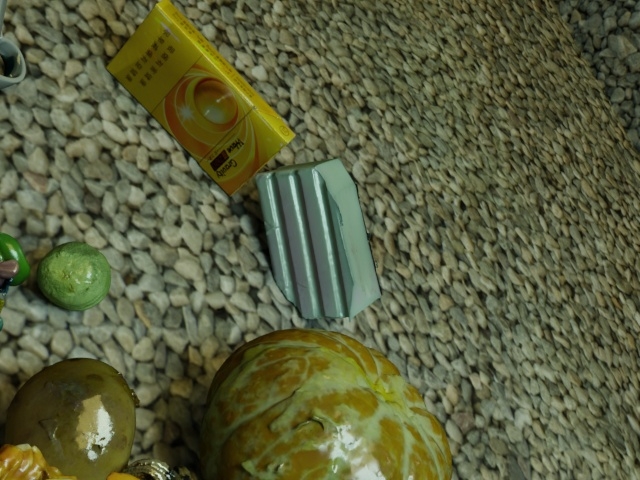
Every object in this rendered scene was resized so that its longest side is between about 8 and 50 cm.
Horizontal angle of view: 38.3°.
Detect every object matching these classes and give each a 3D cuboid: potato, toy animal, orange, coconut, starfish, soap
[{"bbox_3d":[-0.264,0.203,0.975,0.137,0.137,0.175,25,43,-30],"label":"potato"},{"bbox_3d":[-0.389,0.078,0.983,0.103,0.100,0.208,64,25,-21],"label":"toy animal"},{"bbox_3d":[0.004,0.257,1.086,0.329,0.249,0.329,46,16,-17],"label":"orange"},{"bbox_3d":[-0.294,0.043,1.104,0.088,0.096,0.087,2,82,-12],"label":"coconut"},{"bbox_3d":[-0.169,0.312,0.980,0.190,0.074,0.146,52,41,-66],"label":"starfish"},{"bbox_3d":[0.000,0.000,1.369,0.091,0.145,0.230,-23,105,-55],"label":"soap"}]

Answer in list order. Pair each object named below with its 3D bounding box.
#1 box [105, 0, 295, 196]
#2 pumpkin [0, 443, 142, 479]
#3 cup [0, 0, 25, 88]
[{"bbox_3d":[-0.177,-0.207,1.357,0.269,0.152,0.043,46,39,-8],"label":"box"},{"bbox_3d":[-0.291,0.290,0.770,0.303,0.256,0.225,30,47,-17],"label":"pumpkin"},{"bbox_3d":[-0.446,-0.264,1.126,0.221,0.167,0.202,17,53,-34],"label":"cup"}]
